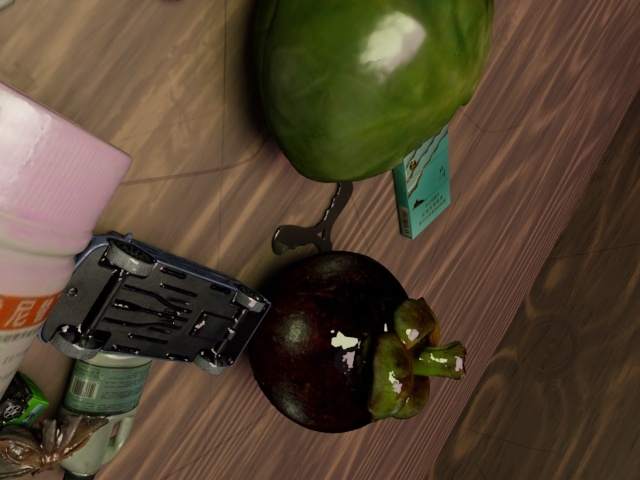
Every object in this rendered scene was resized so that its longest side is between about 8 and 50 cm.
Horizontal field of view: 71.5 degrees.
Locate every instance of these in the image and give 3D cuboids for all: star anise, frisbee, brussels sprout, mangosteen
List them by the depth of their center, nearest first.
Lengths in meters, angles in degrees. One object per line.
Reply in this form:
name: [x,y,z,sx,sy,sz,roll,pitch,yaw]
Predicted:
star anise: [-0.315,0.225,0.493,0.124,0.056,0.129,-34,154,-4]
brussels sprout: [0.077,-0.257,0.588,0.371,0.275,0.315,-39,138,-29]
mangosteen: [0.037,0.173,0.745,0.330,0.330,0.330,-24,126,-38]
frisbee: [0.000,0.000,0.845,0.211,0.012,0.188,-37,134,-30]

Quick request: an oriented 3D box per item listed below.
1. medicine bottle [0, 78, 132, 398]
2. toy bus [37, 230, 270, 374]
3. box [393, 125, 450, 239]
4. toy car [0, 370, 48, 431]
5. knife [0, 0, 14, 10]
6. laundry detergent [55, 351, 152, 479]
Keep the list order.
medicine bottle: [-0.316,0.017,0.351,0.202,0.202,0.316,31,88,-51]
toy bus: [-0.204,0.075,0.566,0.126,0.133,0.292,-58,143,0]
box: [0.233,-0.136,1.005,0.162,0.041,0.229,-40,135,-27]
toy car: [-0.387,0.220,0.491,0.165,0.071,0.062,-51,153,-16]
knife: [-0.343,-0.177,0.350,0.265,0.040,0.073,-48,155,-19]
laundry detergent: [-0.297,0.235,0.594,0.099,0.070,0.226,10,101,-51]
